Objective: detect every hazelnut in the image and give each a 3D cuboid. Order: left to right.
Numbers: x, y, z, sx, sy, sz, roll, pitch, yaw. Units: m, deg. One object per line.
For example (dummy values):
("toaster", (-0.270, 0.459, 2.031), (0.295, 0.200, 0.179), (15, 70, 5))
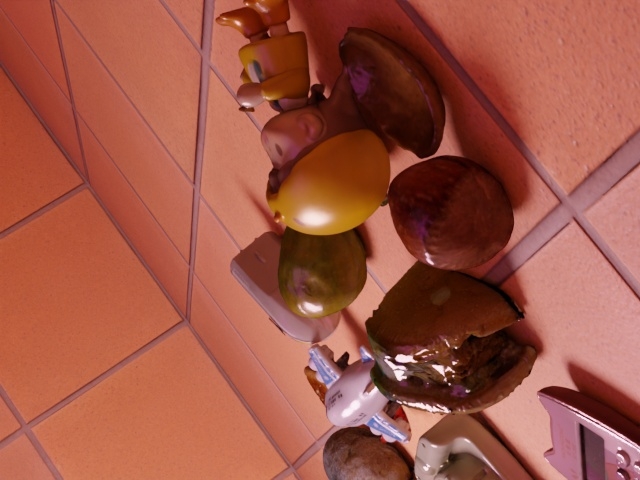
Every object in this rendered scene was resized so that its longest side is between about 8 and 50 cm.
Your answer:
("hazelnut", (0.154, -0.032, 1.186), (0.154, 0.143, 0.143), (20, -177, -32))

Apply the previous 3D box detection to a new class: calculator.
("calculator", (0.423, 0.321, 1.270), (0.329, 0.048, 0.220), (36, 153, 41))

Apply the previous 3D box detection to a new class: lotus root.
("lotus root", (0.102, 0.532, 2.267), (0.349, 0.175, 0.175), (25, 145, 57))

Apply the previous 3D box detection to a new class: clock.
("clock", (0.303, 0.467, 1.719), (0.324, 0.108, 0.265), (46, 159, 27))

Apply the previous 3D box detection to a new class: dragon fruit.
("dragon fruit", (0.137, 0.365, 2.041), (0.097, 0.063, 0.131), (45, 159, 29))

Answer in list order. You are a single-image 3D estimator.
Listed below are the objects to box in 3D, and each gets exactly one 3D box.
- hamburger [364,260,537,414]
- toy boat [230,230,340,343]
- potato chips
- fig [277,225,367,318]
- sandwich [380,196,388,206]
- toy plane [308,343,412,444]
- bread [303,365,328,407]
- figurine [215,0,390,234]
("hamburger", (0.166, 0.154, 1.427), (0.168, 0.192, 0.288), (54, 165, -27))
("toy boat", (-0.064, 0.110, 2.012), (0.269, 0.140, 0.141), (48, 161, 17))
("potato chips", (0.093, -0.191, 1.211), (0.201, 0.049, 0.150), (37, 146, 44))
("fig", (0.009, 0.022, 1.676), (0.167, 0.167, 0.234), (36, 117, 46))
("sandwich", (0.052, -0.106, 1.498), (0.135, 0.029, 0.067), (59, 156, -7))
("toy plane", (0.080, 0.297, 1.922), (0.266, 0.122, 0.267), (30, 144, 25))
("bread", (0.008, 0.345, 2.352), (0.136, 0.054, 0.154), (41, 151, 35))
("figurine", (-0.027, -0.172, 1.357), (0.344, 0.187, 0.215), (67, 170, -10))
